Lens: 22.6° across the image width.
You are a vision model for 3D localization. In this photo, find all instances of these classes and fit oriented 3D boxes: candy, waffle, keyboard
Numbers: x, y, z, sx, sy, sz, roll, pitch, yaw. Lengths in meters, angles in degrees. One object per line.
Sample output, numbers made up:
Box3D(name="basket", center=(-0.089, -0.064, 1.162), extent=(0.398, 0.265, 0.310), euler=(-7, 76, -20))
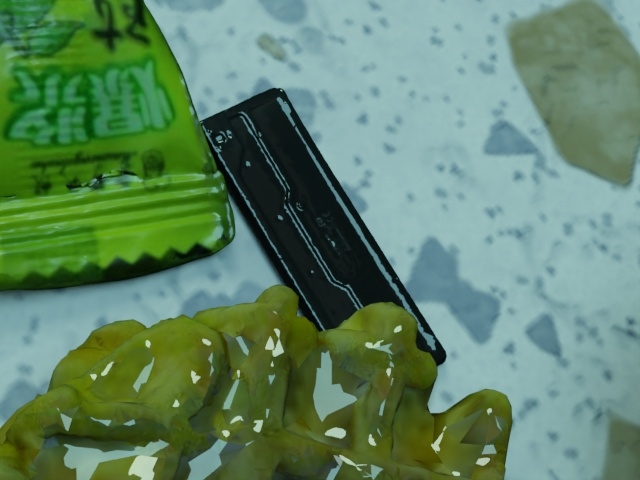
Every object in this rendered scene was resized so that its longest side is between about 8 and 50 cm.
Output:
Box3D(name="candy", center=(-0.130, -0.102, 0.709), extent=(0.149, 0.069, 0.246), euler=(-10, 73, -24))
Box3D(name="waffle", center=(-0.046, 0.174, 0.580), extent=(0.261, 0.151, 0.324), euler=(39, 56, 2))
Box3D(name="keyboard", center=(0.000, 0.000, 0.743), extent=(0.053, 0.010, 0.155), euler=(-26, 79, -26))
